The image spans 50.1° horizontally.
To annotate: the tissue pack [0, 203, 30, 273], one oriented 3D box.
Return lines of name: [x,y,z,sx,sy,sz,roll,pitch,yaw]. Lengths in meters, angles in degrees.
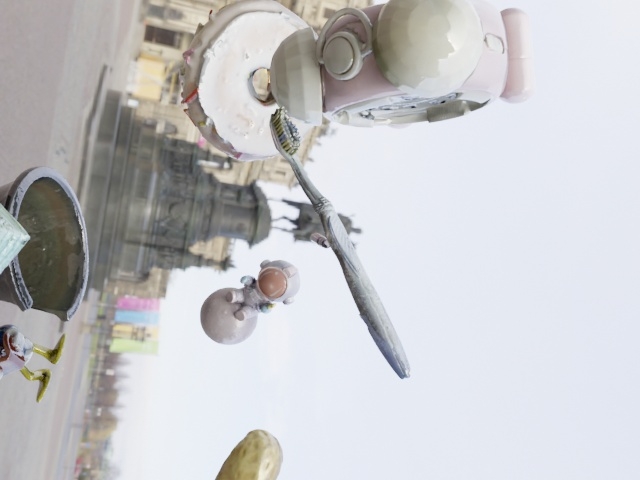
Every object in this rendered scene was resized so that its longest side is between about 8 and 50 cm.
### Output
tissue pack: [-0.748,0.043,1.211,0.388,0.287,0.162,-48,164,2]

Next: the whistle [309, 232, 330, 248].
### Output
whistle: [0.000,0.000,2.057,0.176,0.033,0.033,-152,-108,-76]

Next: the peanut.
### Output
peanut: [-0.157,0.540,1.398,0.147,0.147,0.305,135,-34,-64]

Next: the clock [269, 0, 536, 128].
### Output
clock: [0.126,-0.265,1.034,0.342,0.326,0.183,-12,-89,43]

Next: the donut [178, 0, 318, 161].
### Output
donut: [-0.162,-0.375,1.625,0.142,0.383,0.382,26,-73,51]

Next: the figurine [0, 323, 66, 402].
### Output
figurine: [-0.852,0.293,1.759,0.283,0.338,0.204,0,-111,70]

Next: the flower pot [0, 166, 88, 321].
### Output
flower pot: [-0.730,0.013,1.592,0.379,0.251,0.379,-4,90,-83]

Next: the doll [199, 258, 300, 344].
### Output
doll: [-0.161,0.142,1.654,0.287,0.151,0.151,-35,-142,23]

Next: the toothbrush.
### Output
toothbrush: [0.025,0.001,0.941,0.413,0.035,0.042,64,-28,7]
